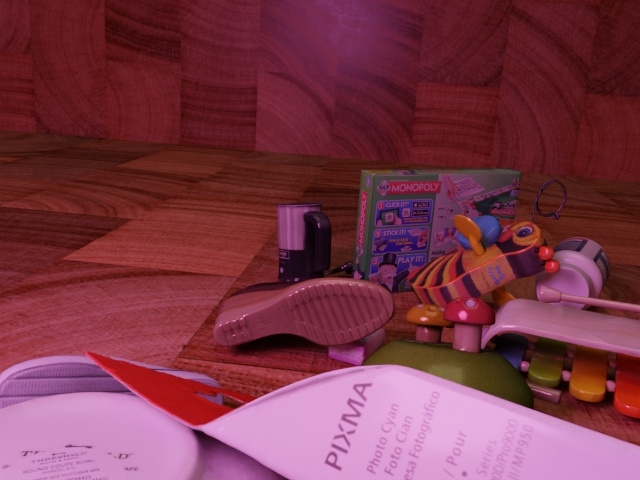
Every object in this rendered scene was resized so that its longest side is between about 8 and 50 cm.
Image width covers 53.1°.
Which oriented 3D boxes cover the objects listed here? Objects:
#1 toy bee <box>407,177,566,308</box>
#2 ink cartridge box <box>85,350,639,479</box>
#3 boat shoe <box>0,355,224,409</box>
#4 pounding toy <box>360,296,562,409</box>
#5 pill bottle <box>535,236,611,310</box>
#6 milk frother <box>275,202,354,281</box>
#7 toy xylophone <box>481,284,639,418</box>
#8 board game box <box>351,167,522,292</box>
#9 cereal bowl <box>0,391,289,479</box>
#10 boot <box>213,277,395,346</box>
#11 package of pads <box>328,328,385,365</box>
[{"bbox_3d":[0.284,0.016,1.000,0.195,0.298,0.162,33,9,-22],"label":"toy bee"},{"bbox_3d":[0.063,0.142,0.485,0.385,0.091,0.308,16,-11,35],"label":"ink cartridge box"},{"bbox_3d":[-0.209,0.158,0.633,0.226,0.083,0.076,18,-11,-37],"label":"boat shoe"},{"bbox_3d":[0.148,0.116,0.692,0.183,0.110,0.237,4,-5,37],"label":"pounding toy"},{"bbox_3d":[0.427,0.062,1.092,0.108,0.108,0.180,12,17,28],"label":"pill bottle"},{"bbox_3d":[0.000,0.000,1.139,0.129,0.134,0.143,5,9,39],"label":"milk frother"},{"bbox_3d":[0.365,0.141,0.835,0.323,0.081,0.236,13,18,30],"label":"toy xylophone"},{"bbox_3d":[0.211,-0.021,1.143,0.317,0.213,0.046,-3,17,-26],"label":"board game box"},{"bbox_3d":[-0.158,0.195,0.405,0.339,0.141,0.339,4,14,-1],"label":"cereal bowl"},{"bbox_3d":[-0.018,0.079,0.895,0.248,0.090,0.207,-10,10,10],"label":"boot"},{"bbox_3d":[0.050,0.138,0.865,0.050,0.032,0.083,14,18,24],"label":"package of pads"}]
